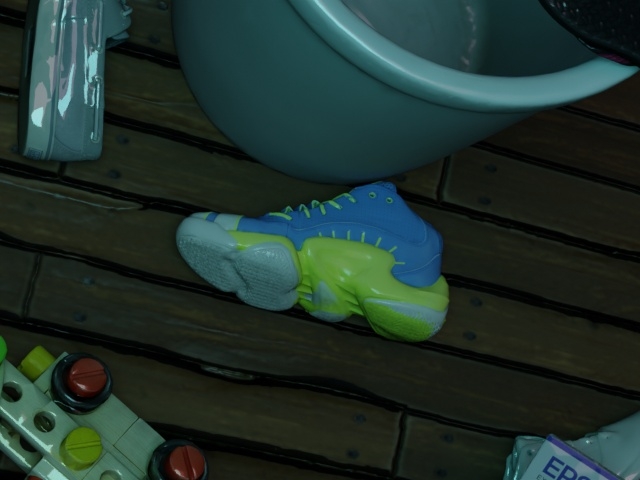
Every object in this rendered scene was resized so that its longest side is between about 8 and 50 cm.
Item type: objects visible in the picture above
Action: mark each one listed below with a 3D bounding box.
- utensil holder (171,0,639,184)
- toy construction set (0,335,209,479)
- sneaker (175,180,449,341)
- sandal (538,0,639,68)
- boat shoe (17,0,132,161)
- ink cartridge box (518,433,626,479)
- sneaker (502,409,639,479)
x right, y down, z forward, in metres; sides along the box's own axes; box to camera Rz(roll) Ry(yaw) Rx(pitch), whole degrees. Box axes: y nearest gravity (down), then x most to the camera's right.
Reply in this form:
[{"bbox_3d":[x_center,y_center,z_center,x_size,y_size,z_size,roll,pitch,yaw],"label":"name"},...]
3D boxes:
[{"bbox_3d":[0.061,-0.217,0.981,0.328,0.385,0.327,2,82,-15],"label":"utensil holder"},{"bbox_3d":[-0.214,0.204,0.974,0.327,0.151,0.215,52,49,-12],"label":"toy construction set"},{"bbox_3d":[0.000,0.000,1.104,0.240,0.091,0.126,21,60,-11],"label":"sneaker"},{"bbox_3d":[0.183,-0.137,0.788,0.179,0.040,0.067,31,81,-24],"label":"sandal"},{"bbox_3d":[-0.200,-0.175,1.072,0.081,0.079,0.227,8,86,-23],"label":"boat shoe"},{"bbox_3d":[0.224,0.357,1.056,0.304,0.072,0.307,33,93,-1],"label":"ink cartridge box"},{"bbox_3d":[0.214,0.200,1.133,0.212,0.080,0.094,-37,82,-15],"label":"sneaker"}]
